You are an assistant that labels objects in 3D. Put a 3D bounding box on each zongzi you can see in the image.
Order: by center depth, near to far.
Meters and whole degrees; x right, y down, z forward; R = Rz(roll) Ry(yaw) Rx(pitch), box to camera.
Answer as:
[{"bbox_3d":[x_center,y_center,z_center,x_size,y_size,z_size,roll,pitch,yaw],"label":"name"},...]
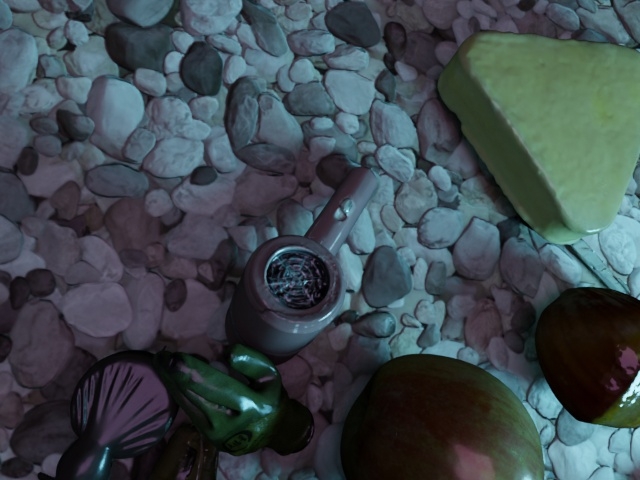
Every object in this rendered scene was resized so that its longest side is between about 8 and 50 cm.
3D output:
[{"bbox_3d":[-0.150,0.345,0.694,0.178,0.081,0.188,41,59,-25],"label":"zongzi"}]

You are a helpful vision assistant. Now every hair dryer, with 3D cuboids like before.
[{"bbox_3d":[0.000,0.000,0.718,0.125,0.210,0.352,32,61,0],"label":"hair dryer"}]

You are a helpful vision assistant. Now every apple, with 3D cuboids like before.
[{"bbox_3d":[0.150,0.280,0.664,0.234,0.257,0.256,27,76,-3],"label":"apple"}]

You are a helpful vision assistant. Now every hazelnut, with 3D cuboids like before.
[{"bbox_3d":[0.448,0.177,0.802,0.212,0.181,0.181,-14,113,-13],"label":"hazelnut"}]

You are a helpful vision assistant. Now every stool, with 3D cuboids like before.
[{"bbox_3d":[-0.260,0.229,0.649,0.125,0.121,0.217,32,74,-7],"label":"stool"}]

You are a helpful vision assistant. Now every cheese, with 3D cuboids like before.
[{"bbox_3d":[0.403,-0.169,0.859,0.385,0.104,0.383,3,75,-12],"label":"cheese"}]

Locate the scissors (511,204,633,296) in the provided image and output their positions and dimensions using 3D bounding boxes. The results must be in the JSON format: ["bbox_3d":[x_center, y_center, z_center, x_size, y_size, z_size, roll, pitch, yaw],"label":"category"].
[{"bbox_3d":[0.455,0.008,0.893,0.109,0.022,0.300,-41,88,-18],"label":"scissors"}]

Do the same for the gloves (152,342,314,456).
[{"bbox_3d":[-0.098,0.208,0.640,0.135,0.107,0.268,-50,127,-4],"label":"gloves"}]
